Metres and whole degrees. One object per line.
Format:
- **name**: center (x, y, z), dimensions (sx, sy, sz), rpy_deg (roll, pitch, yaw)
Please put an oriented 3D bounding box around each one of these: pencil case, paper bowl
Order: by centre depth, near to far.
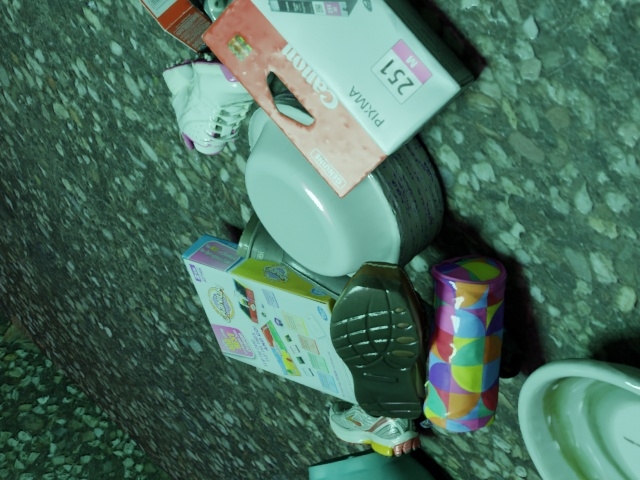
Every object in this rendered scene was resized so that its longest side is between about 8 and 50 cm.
- **pencil case**: center (0.182, 0.135, 1.618), dimensions (0.104, 0.104, 0.236), rpy_deg (26, 122, 41)
- **paper bowl**: center (0.012, -0.068, 1.650), dimensions (0.284, 0.148, 0.284), rpy_deg (39, 154, 24)

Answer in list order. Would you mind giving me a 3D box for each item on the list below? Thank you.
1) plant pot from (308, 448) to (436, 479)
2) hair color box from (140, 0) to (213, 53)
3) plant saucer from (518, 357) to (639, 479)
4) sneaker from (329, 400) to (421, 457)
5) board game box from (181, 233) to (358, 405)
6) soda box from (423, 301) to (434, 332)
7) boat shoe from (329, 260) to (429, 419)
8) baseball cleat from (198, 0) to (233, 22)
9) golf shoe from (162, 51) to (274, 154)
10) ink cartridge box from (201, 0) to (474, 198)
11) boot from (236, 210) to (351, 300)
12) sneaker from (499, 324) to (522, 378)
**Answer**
- **plant pot**: center (0.084, 0.457, 2.135), dimensions (0.293, 0.293, 0.196), rpy_deg (-31, 72, 64)
- **hair color box**: center (-0.193, -0.312, 1.667), dimensions (0.093, 0.053, 0.167), rpy_deg (50, -175, 7)
- **plant saucer**: center (0.422, 0.279, 1.505), dimensions (0.400, 0.100, 0.400), rpy_deg (37, 151, 25)
- **sneaker**: center (0.090, 0.294, 2.109), dimensions (0.225, 0.088, 0.092), rpy_deg (3, 108, 57)
- **board game box**: center (-0.064, 0.130, 2.078), dimensions (0.317, 0.064, 0.242), rpy_deg (17, 139, 36)
- **soda box**: center (0.120, 0.148, 1.867), dimensions (0.063, 0.058, 0.183), rpy_deg (39, 153, 21)
- **boat shoe**: center (0.088, 0.118, 1.672), dimensions (0.123, 0.119, 0.324), rpy_deg (9, 146, 12)
- **baseball cleat**: center (-0.146, -0.347, 1.639), dimensions (0.205, 0.072, 0.109), rpy_deg (59, 169, -14)
- **golf shoe**: center (-0.128, -0.188, 1.693), dimensions (0.306, 0.115, 0.140), rpy_deg (-170, 74, -71)
- **ink cartridge box**: center (0.002, -0.209, 1.447), dimensions (0.275, 0.060, 0.239), rpy_deg (49, 122, 2)
- **boot**: center (0.000, 0.001, 1.817), dimensions (0.209, 0.189, 0.076), rpy_deg (18, 140, 4)
- **sneaker**: center (0.228, 0.165, 1.713), dimensions (0.084, 0.058, 0.152), rpy_deg (51, 150, 19)
